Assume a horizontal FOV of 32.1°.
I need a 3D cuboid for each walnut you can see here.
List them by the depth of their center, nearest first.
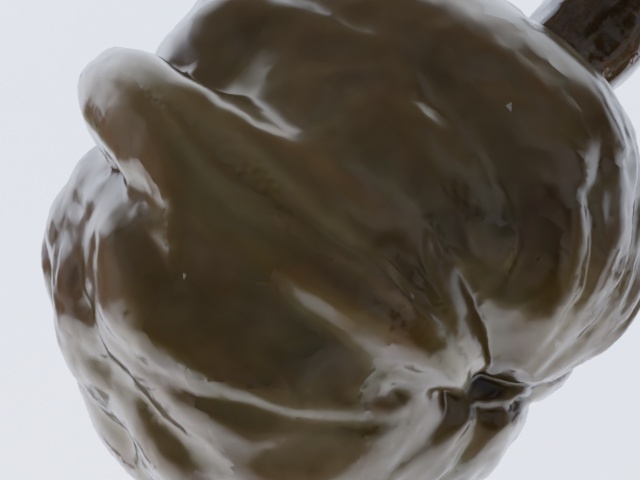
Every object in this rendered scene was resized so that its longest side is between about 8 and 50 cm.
[{"bbox_3d":[0.000,0.000,0.559,0.285,0.285,0.296,36,-82,2],"label":"walnut"}]

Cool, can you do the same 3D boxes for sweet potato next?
[{"bbox_3d":[0.195,-0.160,0.700,0.097,0.097,0.292,34,-91,1],"label":"sweet potato"}]
